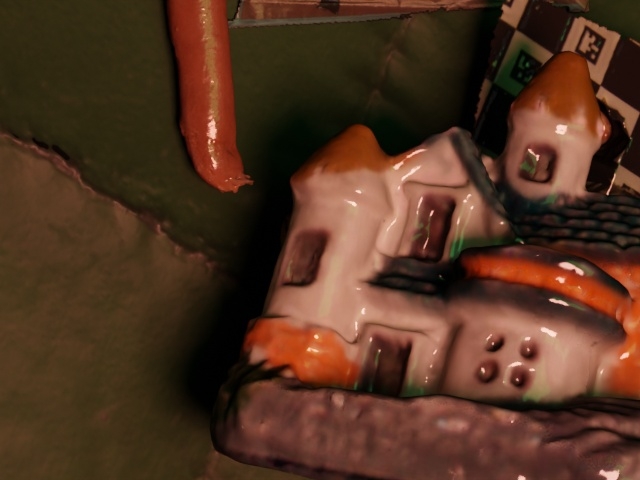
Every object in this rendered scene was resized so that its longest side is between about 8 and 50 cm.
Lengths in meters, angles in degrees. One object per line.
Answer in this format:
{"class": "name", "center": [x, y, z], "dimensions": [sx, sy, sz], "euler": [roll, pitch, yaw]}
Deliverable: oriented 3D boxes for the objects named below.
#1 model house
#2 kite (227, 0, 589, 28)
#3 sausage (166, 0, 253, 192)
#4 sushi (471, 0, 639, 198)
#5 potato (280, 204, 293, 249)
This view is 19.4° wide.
{"class": "model house", "center": [0.101, 0.016, 1.083], "dimensions": [0.190, 0.271, 0.301], "euler": [42, 59, -64]}
{"class": "kite", "center": [0.065, -0.272, 1.243], "dimensions": [0.368, 0.014, 0.406], "euler": [42, 67, -24]}
{"class": "sausage", "center": [-0.069, -0.106, 1.135], "dimensions": [0.042, 0.036, 0.158], "euler": [-7, 91, 2]}
{"class": "sushi", "center": [0.162, -0.043, 1.273], "dimensions": [0.192, 0.040, 0.210], "euler": [18, 85, -31]}
{"class": "potato", "center": [-0.001, -0.001, 1.178], "dimensions": [0.093, 0.036, 0.037], "euler": [-3, 51, -47]}
